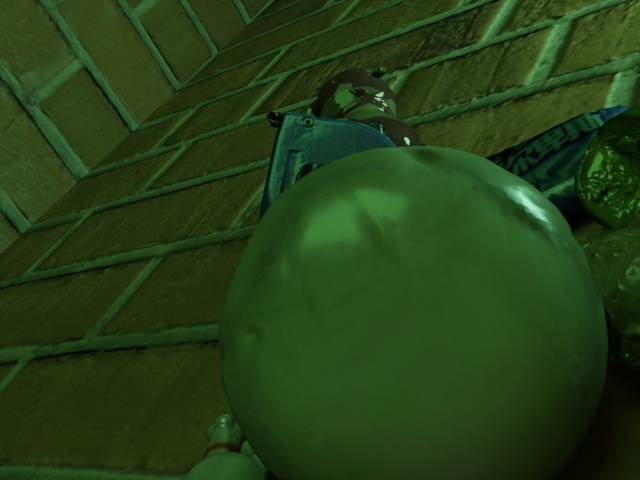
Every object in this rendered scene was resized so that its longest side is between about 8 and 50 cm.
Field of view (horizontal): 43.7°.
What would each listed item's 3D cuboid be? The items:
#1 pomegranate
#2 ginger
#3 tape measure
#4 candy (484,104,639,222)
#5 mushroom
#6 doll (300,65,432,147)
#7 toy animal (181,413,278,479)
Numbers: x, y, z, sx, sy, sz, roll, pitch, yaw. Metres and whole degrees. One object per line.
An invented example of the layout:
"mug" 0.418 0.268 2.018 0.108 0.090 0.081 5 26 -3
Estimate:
"pomegranate" 0.334 -0.052 0.818 0.143 0.169 0.122 20 18 18
"ginger" 0.293 0.041 0.696 0.157 0.102 0.216 -30 35 -10
"tape measure" 0.000 0.000 1.068 0.216 0.098 0.351 9 76 9
"candy" 0.270 -0.071 0.969 0.331 0.077 0.187 -24 28 10
"mushroom" 0.047 0.089 0.673 0.356 0.315 0.315 -25 24 37
"doll" 0.065 -0.157 1.263 0.196 0.152 0.255 -21 40 4
"toy animal" -0.091 0.265 0.719 0.141 0.138 0.282 -11 8 22
